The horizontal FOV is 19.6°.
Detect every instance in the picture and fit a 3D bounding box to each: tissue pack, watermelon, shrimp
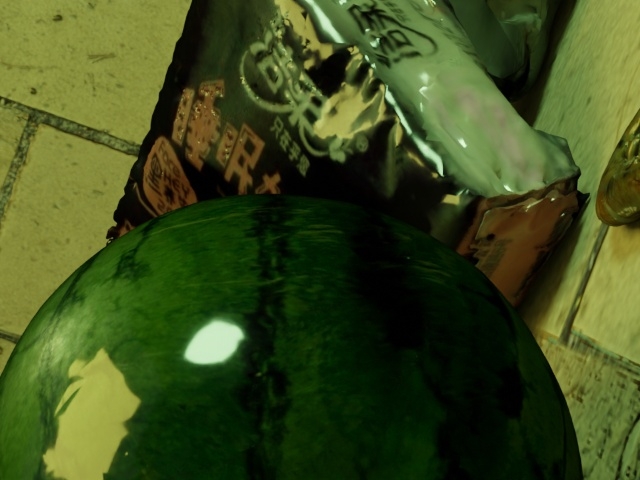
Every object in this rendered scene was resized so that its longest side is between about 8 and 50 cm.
[{"bbox_3d":[0.000,0.000,1.025,0.245,0.123,0.332,53,139,26],"label":"tissue pack"},{"bbox_3d":[-0.014,0.100,0.711,0.242,0.242,0.242,-160,90,-82],"label":"watermelon"},{"bbox_3d":[0.143,-0.046,0.785,0.114,0.023,0.083,153,139,-84],"label":"shrimp"}]

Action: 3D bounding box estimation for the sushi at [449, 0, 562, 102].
[{"bbox_3d":[0.101,-0.194,1.084,0.130,0.124,0.332,-38,-33,-84],"label":"sushi"}]
